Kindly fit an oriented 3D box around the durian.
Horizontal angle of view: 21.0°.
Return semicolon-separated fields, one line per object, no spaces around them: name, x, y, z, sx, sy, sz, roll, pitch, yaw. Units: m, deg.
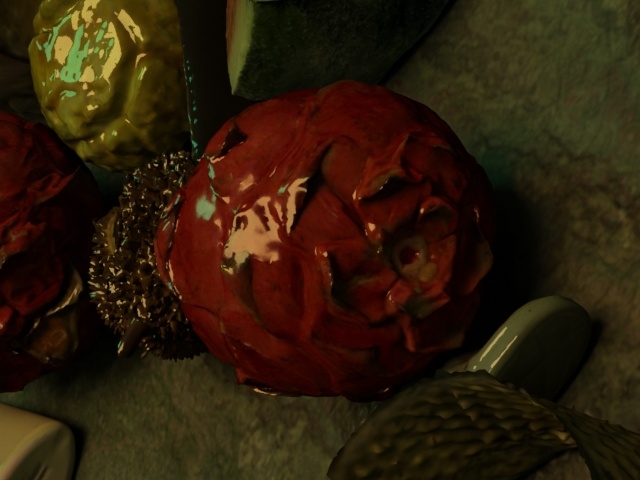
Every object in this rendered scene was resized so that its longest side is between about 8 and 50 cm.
durian;-0.124;0.021;1.433;0.196;0.167;0.196;21;-90;-83

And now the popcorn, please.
popcorn;-0.172;-0.166;1.573;0.204;0.183;0.221;-37;52;36

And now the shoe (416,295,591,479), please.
shoe;0.105;0.104;1.201;0.195;0.079;0.078;-59;43;19

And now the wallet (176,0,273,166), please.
wallet;-0.049;-0.170;1.466;0.030;0.146;0.285;107;159;-54

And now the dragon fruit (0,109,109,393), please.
dragon fruit;-0.328;0.005;1.618;0.342;0.277;0.277;30;98;48

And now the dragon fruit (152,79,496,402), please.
dragon fruit;0.009;0.003;1.247;0.252;0.241;0.241;128;142;-49

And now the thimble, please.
thimble;0.117;0.228;1.074;0.271;0.150;0.271;-25;55;42

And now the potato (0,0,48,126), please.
potato;-0.303;-0.255;1.760;0.211;0.189;0.264;-14;63;47

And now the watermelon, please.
watermelon;-0.002;-0.252;1.442;0.140;0.192;0.257;106;152;-50

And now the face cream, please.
face cream;-0.378;0.230;1.715;0.348;0.081;0.173;8;65;51
